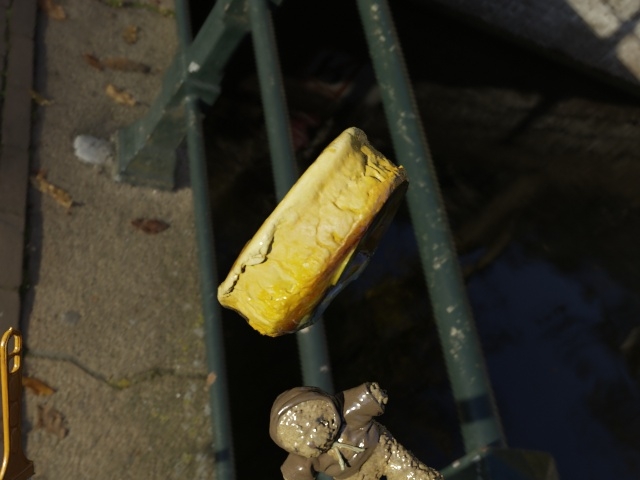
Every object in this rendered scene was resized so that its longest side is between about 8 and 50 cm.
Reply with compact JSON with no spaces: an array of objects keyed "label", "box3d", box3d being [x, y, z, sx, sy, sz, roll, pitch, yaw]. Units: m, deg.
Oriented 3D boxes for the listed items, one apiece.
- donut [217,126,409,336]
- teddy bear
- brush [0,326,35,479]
[{"label":"donut","box3d":[0.000,0.000,1.366,0.160,0.330,0.330,39,44,1]},{"label":"teddy bear","box3d":[0.027,0.175,0.786,0.160,0.119,0.078,42,16,-11]},{"label":"brush","box3d":[-0.438,0.270,1.326,0.017,0.315,0.090,9,17,15]}]
